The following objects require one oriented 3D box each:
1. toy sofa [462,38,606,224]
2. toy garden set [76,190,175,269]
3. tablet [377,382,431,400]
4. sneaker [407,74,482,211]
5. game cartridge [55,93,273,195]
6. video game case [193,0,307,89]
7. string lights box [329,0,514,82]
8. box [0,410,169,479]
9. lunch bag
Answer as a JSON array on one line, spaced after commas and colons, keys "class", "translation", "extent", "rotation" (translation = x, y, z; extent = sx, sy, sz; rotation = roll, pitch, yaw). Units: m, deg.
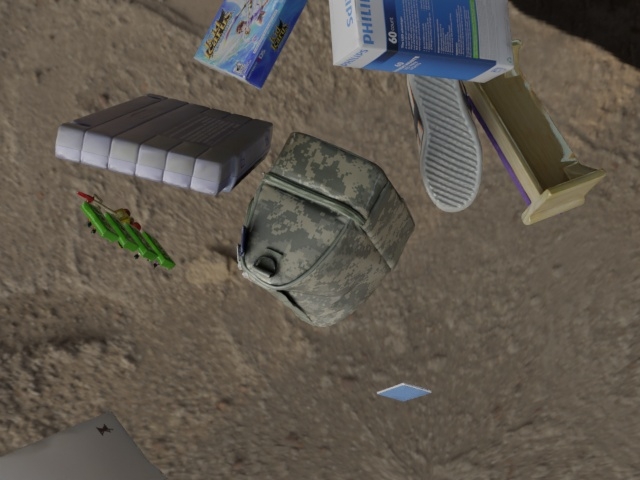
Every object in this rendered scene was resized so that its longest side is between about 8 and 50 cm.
[{"class": "toy sofa", "translation": [0.399, -0.213, 1.691], "extent": [0.150, 0.177, 0.363], "rotation": [-19, 71, -23]}, {"class": "toy garden set", "translation": [-0.464, -0.026, 1.872], "extent": [0.049, 0.244, 0.204], "rotation": [-47, 57, 5]}, {"class": "tablet", "translation": [0.132, 0.239, 1.302], "extent": [0.054, 0.083, 0.006], "rotation": [19, 63, -21]}, {"class": "sneaker", "translation": [0.245, -0.222, 1.618], "extent": [0.126, 0.127, 0.321], "rotation": [-9, 109, 9]}, {"class": "game cartridge", "translation": [-0.205, -0.146, 1.208], "extent": [0.230, 0.355, 0.068], "rotation": [18, 108, 3]}, {"class": "video game case", "translation": [-0.159, -0.508, 1.923], "extent": [0.244, 0.061, 0.270], "rotation": [32, 94, 48]}, {"class": "string lights box", "translation": [0.144, -0.308, 1.162], "extent": [0.259, 0.076, 0.133], "rotation": [1, 81, -27]}, {"class": "box", "translation": [-0.225, 0.278, 0.735], "extent": [0.181, 0.182, 0.119], "rotation": [46, 120, 20]}, {"class": "lunch bag", "translation": [0.000, 0.000, 1.391], "extent": [0.212, 0.305, 0.256], "rotation": [23, 78, 23]}]
